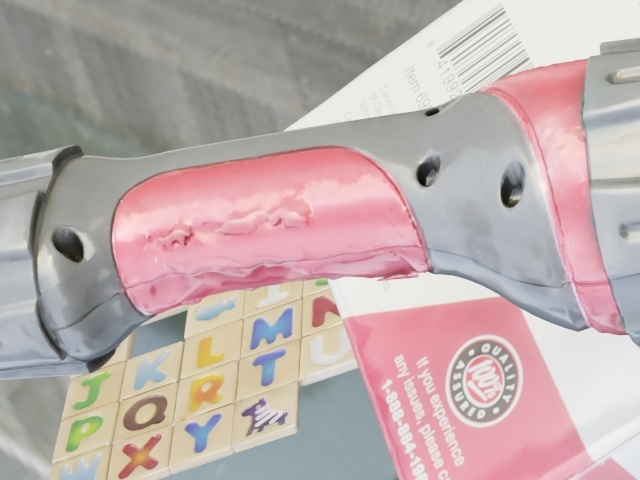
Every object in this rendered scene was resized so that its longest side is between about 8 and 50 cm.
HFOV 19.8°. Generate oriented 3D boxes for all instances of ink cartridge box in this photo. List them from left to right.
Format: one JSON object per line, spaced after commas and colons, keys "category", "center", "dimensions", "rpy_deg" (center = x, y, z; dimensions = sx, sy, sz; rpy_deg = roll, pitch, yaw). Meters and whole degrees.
{"category": "ink cartridge box", "center": [0.202, -0.031, 0.833], "dimensions": [0.160, 0.384, 0.279], "rpy_deg": [39, -157, -42]}

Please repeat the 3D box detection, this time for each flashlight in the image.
{"category": "flashlight", "center": [0.000, 0.000, 0.636], "dimensions": [0.304, 0.103, 0.103], "rpy_deg": [-9, 167, 19]}

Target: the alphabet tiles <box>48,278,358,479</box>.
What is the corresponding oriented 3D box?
{"category": "alphabet tiles", "center": [-0.046, 0.060, 1.086], "dimensions": [0.237, 0.198, 0.009], "rpy_deg": [-20, 121, 14]}
